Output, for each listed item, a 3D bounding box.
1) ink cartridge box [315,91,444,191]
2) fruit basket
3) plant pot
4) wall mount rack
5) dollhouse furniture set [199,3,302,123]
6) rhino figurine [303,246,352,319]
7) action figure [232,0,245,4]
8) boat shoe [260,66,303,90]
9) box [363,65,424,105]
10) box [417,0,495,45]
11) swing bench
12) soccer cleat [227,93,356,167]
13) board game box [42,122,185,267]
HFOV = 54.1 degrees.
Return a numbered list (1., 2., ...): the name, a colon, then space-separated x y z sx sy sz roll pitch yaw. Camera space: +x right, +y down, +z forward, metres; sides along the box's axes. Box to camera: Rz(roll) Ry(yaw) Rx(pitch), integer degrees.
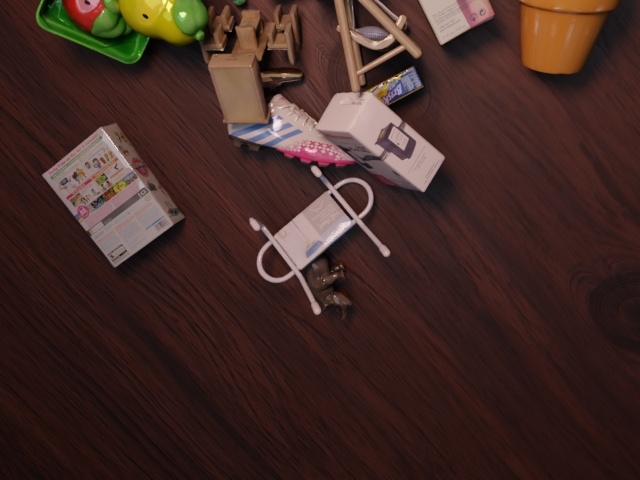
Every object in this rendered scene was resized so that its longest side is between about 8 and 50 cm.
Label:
1. ink cartridge box: 0.129 -0.218 1.387 0.237 0.172 0.100 34 85 -28
2. fruit basket: -0.409 -0.561 1.354 0.392 0.282 0.392 -16 68 43
3. plant pot: 0.499 -0.455 1.297 0.205 0.205 0.188 8 123 9
4. wall mount rack: 0.000 0.000 1.488 0.350 0.130 0.304 -41 70 4
5. dollhouse furniture set: -0.162 -0.407 1.435 0.212 0.242 0.161 3 142 11
6. rhino figurine: 0.012 0.092 1.604 0.106 0.073 0.243 -21 97 12
7. action figure: -0.207 -0.653 1.412 0.063 0.137 0.232 8 120 35
8. boat shoe: -0.115 -0.385 1.504 0.152 0.056 0.049 1 120 11
9. box: 0.154 -0.343 1.457 0.168 0.059 0.054 -24 99 17
10. box: 0.260 -0.547 1.329 0.126 0.148 0.232 -26 100 17
11. swing bench: 0.087 -0.469 1.324 0.165 0.253 0.255 -27 103 15
12. soccer cleat: -0.062 -0.267 1.493 0.331 0.116 0.143 13 105 6
13. board game box: -0.538 -0.116 1.641 0.224 0.097 0.303 -32 99 17
